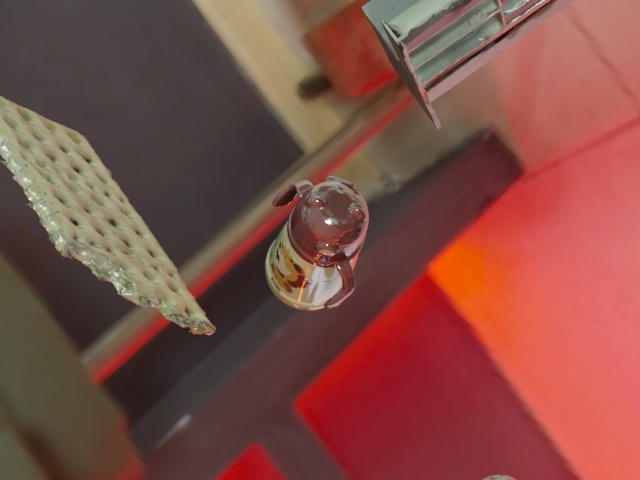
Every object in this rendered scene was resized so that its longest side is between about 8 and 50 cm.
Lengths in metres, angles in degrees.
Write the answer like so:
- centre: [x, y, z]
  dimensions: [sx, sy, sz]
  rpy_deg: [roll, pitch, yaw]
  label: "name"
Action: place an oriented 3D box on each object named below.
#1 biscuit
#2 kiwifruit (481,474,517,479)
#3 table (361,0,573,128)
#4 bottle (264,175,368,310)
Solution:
- centre: [-0.160, -0.023, 1.289]
  dimensions: [0.016, 0.144, 0.203]
  rpy_deg: [-45, 55, 14]
  label: "biscuit"
- centre: [0.181, 0.288, 1.848]
  dimensions: [0.075, 0.075, 0.124]
  rpy_deg: [-6, 105, 42]
  label: "kiwifruit"
- centre: [0.102, -0.147, 1.104]
  dimensions: [0.062, 0.146, 0.175]
  rpy_deg: [56, -178, 18]
  label: "table"
- centre: [-0.002, -0.001, 0.979]
  dimensions: [0.063, 0.047, 0.101]
  rpy_deg: [38, 158, 6]
  label: "bottle"
